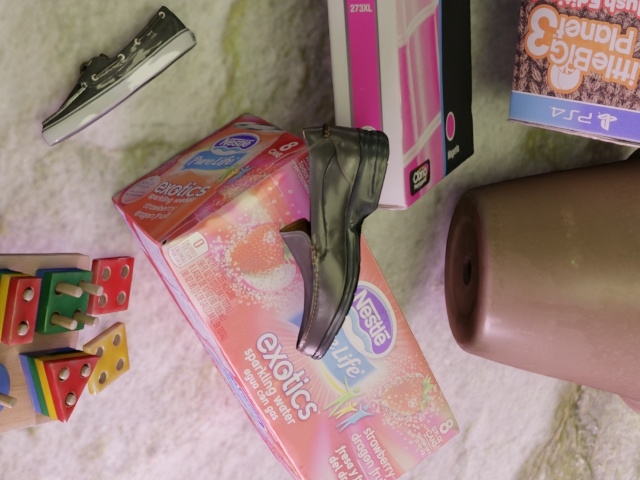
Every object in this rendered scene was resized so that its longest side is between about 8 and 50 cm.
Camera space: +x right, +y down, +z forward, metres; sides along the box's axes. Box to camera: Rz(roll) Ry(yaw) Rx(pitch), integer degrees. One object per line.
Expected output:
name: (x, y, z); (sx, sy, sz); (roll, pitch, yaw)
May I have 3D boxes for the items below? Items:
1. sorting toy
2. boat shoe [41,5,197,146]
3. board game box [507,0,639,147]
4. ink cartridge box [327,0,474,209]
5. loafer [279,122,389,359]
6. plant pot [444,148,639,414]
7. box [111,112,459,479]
sorting toy: (-0.206, 0.078, 0.744); (0.274, 0.046, 0.132); (1, 100, -64)
boat shoe: (-0.161, -0.127, 0.787); (0.142, 0.049, 0.040); (-39, 99, -11)
board game box: (0.297, -0.240, 0.868); (0.232, 0.141, 0.291); (-13, 113, -43)
ink cartridge box: (0.063, -0.224, 0.795); (0.176, 0.069, 0.371); (-37, 125, -57)
loafer: (0.000, 0.000, 0.727); (0.061, 0.062, 0.170); (12, 95, -8)
plant pot: (0.241, 0.033, 0.926); (0.229, 0.263, 0.263); (2, 106, -8)
box: (-0.025, 0.063, 0.847); (0.142, 0.154, 0.300); (-34, 116, -12)
